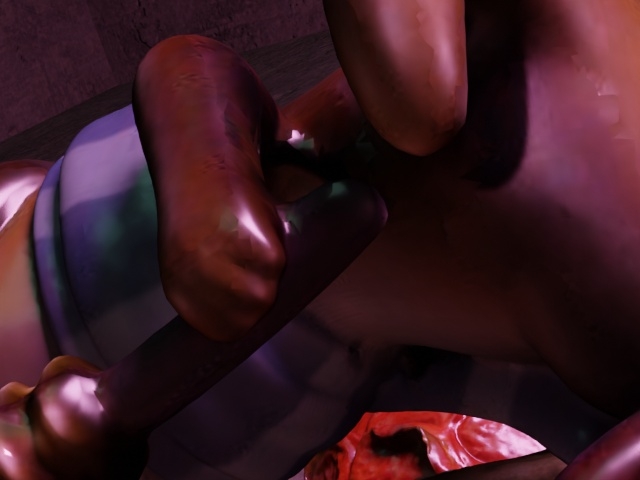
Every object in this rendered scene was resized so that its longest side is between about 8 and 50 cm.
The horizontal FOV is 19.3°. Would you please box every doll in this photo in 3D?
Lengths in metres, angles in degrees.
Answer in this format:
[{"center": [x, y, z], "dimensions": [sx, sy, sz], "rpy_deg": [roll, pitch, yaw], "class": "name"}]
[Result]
[{"center": [-0.015, 0.034, 0.601], "dimensions": [0.340, 0.209, 0.318], "rpy_deg": [-19, -22, 24], "class": "doll"}]

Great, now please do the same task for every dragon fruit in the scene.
[{"center": [0.045, 0.104, 0.779], "dimensions": [0.162, 0.083, 0.106], "rpy_deg": [-10, 17, 30], "class": "dragon fruit"}]

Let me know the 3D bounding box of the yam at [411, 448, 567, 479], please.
[{"center": [-0.014, 0.143, 0.698], "dimensions": [0.371, 0.083, 0.083], "rpy_deg": [-18, 12, 7], "class": "yam"}]
